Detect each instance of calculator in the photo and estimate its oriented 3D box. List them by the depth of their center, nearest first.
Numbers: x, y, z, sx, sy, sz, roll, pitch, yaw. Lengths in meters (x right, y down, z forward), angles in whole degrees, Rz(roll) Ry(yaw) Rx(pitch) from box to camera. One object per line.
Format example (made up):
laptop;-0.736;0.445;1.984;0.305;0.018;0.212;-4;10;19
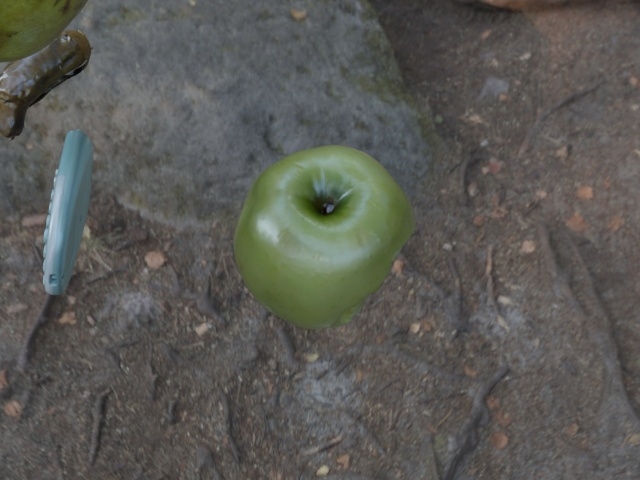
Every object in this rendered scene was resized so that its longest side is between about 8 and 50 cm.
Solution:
calculator;-0.365;-0.052;1.158;0.042;0.184;0.295;7;45;-13

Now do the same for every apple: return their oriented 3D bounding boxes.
apple;0.000;0.000;1.164;0.279;0.279;0.279;2;61;-3

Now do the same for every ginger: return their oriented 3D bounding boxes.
ginger;-0.619;-0.370;1.757;0.107;0.133;0.309;37;60;2

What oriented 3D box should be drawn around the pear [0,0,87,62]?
pear;-0.468;-0.389;1.078;0.303;0.304;0.304;2;61;-3
